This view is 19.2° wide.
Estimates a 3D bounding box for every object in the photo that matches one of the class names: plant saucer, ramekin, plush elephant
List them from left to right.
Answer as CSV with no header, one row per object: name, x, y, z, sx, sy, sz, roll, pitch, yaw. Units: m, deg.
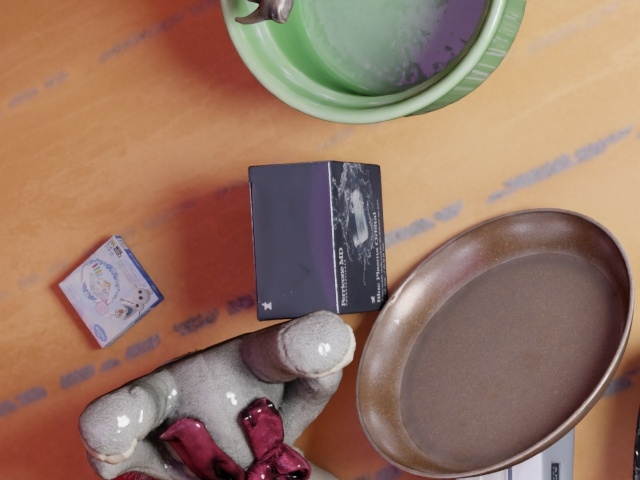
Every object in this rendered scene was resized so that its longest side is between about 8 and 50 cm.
plush elephant,-0.084,0.234,1.893,0.272,0.330,0.255,-21,90,-11
ramekin,0.063,-0.264,1.909,0.303,0.148,0.303,0,90,21
plant saucer,0.175,0.106,1.841,0.310,0.050,0.311,-26,39,24

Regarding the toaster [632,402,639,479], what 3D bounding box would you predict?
toaster,0.385,0.175,1.802,0.185,0.110,0.168,9,93,21

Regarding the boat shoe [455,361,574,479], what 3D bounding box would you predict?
boat shoe,0.158,0.291,1.877,0.156,0.136,0.367,-2,82,29

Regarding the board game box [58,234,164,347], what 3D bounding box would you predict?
board game box,-0.232,0.056,2.093,0.090,0.020,0.090,-40,77,16

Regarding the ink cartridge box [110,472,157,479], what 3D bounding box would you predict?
ink cartridge box,-0.160,0.318,2.036,0.127,0.072,0.175,-45,74,15

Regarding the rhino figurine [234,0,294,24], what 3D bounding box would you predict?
rhino figurine,-0.004,-0.303,1.817,0.106,0.073,0.243,44,106,12

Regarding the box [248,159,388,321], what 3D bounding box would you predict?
box,0.000,0.000,1.928,0.093,0.158,0.156,-4,89,21
